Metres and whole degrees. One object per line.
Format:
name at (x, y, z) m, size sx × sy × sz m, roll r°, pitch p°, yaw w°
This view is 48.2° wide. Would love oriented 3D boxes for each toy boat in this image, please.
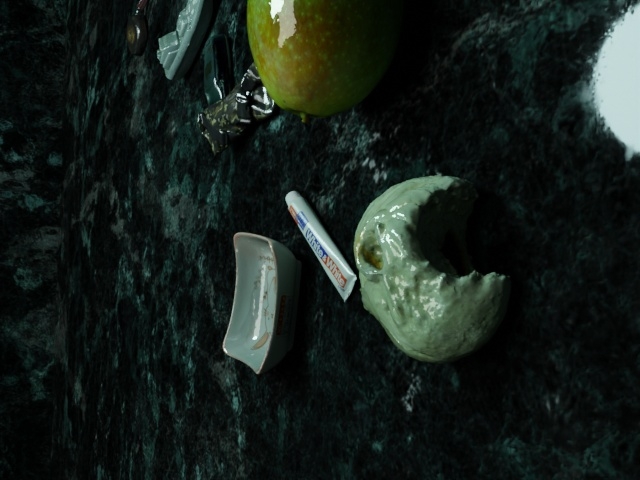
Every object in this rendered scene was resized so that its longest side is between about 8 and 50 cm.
toy boat at (-0.301, -0.466, 1.585) m, size 0.260 × 0.085 × 0.078 m, roll -50°, pitch 45°, yaw 45°

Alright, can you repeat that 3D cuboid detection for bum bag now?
bum bag at (-0.155, -0.241, 1.328) m, size 0.248 × 0.069 × 0.102 m, roll -27°, pitch 88°, yaw 49°

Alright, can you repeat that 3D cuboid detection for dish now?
dish at (-0.089, 0.098, 1.171) m, size 0.151 × 0.077 × 0.213 m, roll 13°, pitch 98°, yaw 58°

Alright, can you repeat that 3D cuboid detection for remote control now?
remote control at (-0.209, -0.313, 1.453) m, size 0.072 × 0.042 × 0.222 m, roll -20°, pitch 69°, yaw 56°

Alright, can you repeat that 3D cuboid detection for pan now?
pan at (-0.509, -0.626, 2.007) m, size 0.115 × 0.040 × 0.212 m, roll 41°, pitch 123°, yaw 47°

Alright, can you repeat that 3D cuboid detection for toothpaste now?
toothpaste at (0.000, 0.000, 1.078) m, size 0.218 × 0.033 × 0.052 m, roll 58°, pitch 139°, yaw 39°

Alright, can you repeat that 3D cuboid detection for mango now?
mango at (0.012, -0.345, 0.933) m, size 0.225 × 0.201 × 0.382 m, roll 126°, pitch 153°, yaw -76°

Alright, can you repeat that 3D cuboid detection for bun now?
bun at (0.109, 0.028, 0.792) m, size 0.212 × 0.126 × 0.204 m, roll 51°, pitch 131°, yaw 48°
